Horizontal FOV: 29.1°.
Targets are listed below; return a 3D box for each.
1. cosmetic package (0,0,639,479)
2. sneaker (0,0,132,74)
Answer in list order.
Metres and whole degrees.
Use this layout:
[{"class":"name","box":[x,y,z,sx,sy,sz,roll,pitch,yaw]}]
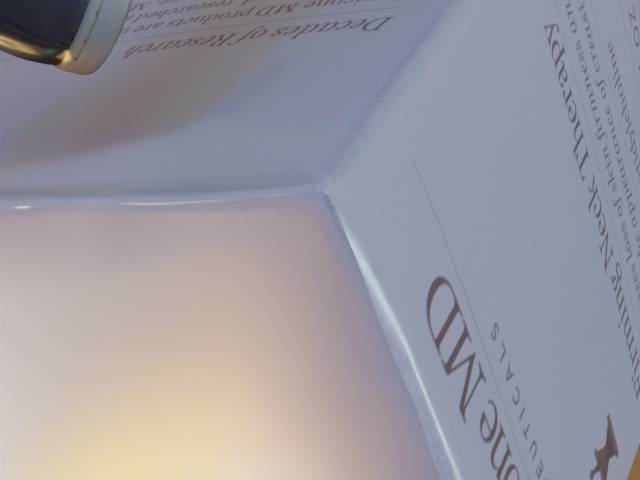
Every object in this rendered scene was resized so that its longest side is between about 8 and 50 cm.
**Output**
[{"class":"cosmetic package","box":[0.000,0.000,0.723,0.327,0.394,0.329,-1,126,32]},{"class":"sneaker","box":[-0.118,-0.185,0.481,0.118,0.222,0.083,17,160,-27]}]
